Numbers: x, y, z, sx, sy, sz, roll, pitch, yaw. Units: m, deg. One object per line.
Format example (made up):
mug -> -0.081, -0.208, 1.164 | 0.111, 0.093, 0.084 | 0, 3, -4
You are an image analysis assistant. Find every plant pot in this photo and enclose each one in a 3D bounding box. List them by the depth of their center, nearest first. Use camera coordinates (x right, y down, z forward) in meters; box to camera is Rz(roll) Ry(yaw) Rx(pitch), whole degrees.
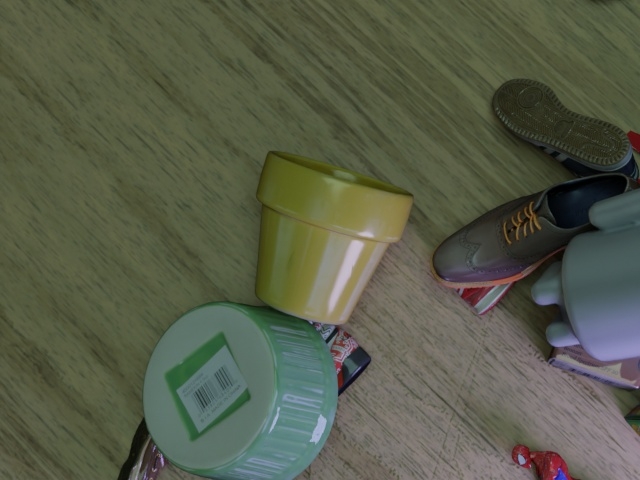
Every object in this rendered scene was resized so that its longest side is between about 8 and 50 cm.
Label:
plant pot -> 0.000, 0.000, 1.777 | 0.254, 0.254, 0.239 | 18, 99, 5

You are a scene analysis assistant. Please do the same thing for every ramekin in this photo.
ramekin -> -0.138, 0.240, 1.717 | 0.303, 0.148, 0.303 | -10, 71, 30

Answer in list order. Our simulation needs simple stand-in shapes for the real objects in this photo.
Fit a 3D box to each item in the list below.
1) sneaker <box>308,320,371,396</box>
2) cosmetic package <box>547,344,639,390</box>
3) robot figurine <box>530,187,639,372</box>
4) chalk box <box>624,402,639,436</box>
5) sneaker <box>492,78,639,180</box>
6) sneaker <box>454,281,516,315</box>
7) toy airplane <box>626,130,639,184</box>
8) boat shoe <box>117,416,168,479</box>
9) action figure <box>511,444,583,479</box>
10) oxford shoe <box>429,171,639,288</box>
sneaker -> -0.056, 0.243, 1.812 | 0.270, 0.090, 0.145 | -45, 76, -3
cosmetic package -> 0.495, 0.086, 1.787 | 0.153, 0.129, 0.296 | 18, 82, 11
robot figurine -> 0.495, 0.065, 1.584 | 0.353, 0.200, 0.300 | -13, 106, 34
chalk box -> 0.595, 0.293, 1.756 | 0.132, 0.132, 0.213 | -41, 81, -4
sneaker -> 0.425, -0.172, 1.858 | 0.282, 0.153, 0.099 | 37, 88, 37
sneaker -> 0.304, 0.009, 1.832 | 0.128, 0.087, 0.221 | 42, 84, 6
toy airplane -> 0.581, -0.127, 1.870 | 0.151, 0.028, 0.151 | -1, 80, 3
boat shoe -> -0.286, 0.358, 1.819 | 0.060, 0.064, 0.178 | 24, 84, -25
action figure -> 0.418, 0.445, 1.758 | 0.280, 0.091, 0.139 | 34, 75, 6
oxford shoe -> 0.334, -0.028, 1.726 | 0.364, 0.133, 0.130 | -24, 66, 15
